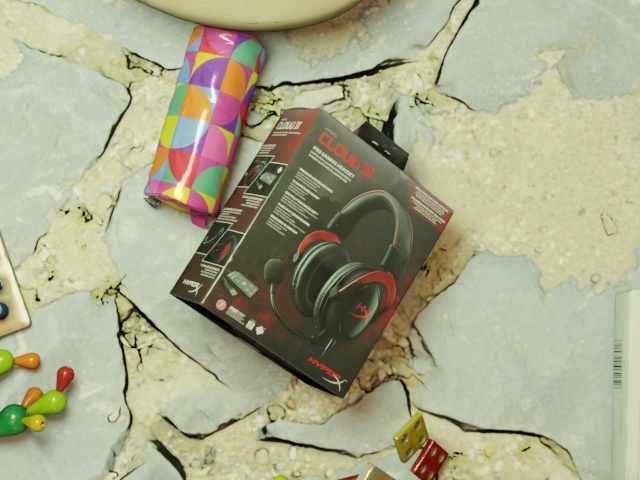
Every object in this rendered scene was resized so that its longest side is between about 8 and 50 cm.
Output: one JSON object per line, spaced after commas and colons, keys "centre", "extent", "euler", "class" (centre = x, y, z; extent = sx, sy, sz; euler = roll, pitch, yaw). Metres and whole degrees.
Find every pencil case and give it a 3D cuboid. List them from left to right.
{"centre": [-0.140, -0.141, 1.666], "extent": [0.104, 0.104, 0.236], "euler": [17, 85, 1], "class": "pencil case"}

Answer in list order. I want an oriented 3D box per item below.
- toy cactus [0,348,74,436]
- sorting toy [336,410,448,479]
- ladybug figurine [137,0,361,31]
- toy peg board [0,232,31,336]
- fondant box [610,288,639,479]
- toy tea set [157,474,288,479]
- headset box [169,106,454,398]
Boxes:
{"centre": [-0.411, 0.208, 1.631], "extent": [0.219, 0.112, 0.180], "euler": [7, 101, -20], "class": "toy cactus"}
{"centre": [0.049, 0.325, 1.619], "extent": [0.046, 0.132, 0.274], "euler": [25, 80, 40], "class": "sorting toy"}
{"centre": [-0.118, -0.387, 1.643], "extent": [0.449, 0.162, 0.305], "euler": [22, 76, 5], "class": "ladybug figurine"}
{"centre": [-0.455, 0.054, 1.653], "extent": [0.160, 0.079, 0.161], "euler": [-20, 86, -2], "class": "toy peg board"}
{"centre": [0.521, 0.184, 1.645], "extent": [0.330, 0.096, 0.238], "euler": [3, 85, 0], "class": "fondant box"}
{"centre": [-0.105, 0.437, 1.600], "extent": [0.200, 0.124, 0.336], "euler": [-11, 85, -2], "class": "toy tea set"}
{"centre": [0.000, 0.000, 1.599], "extent": [0.218, 0.110, 0.293], "euler": [37, 79, -24], "class": "headset box"}
